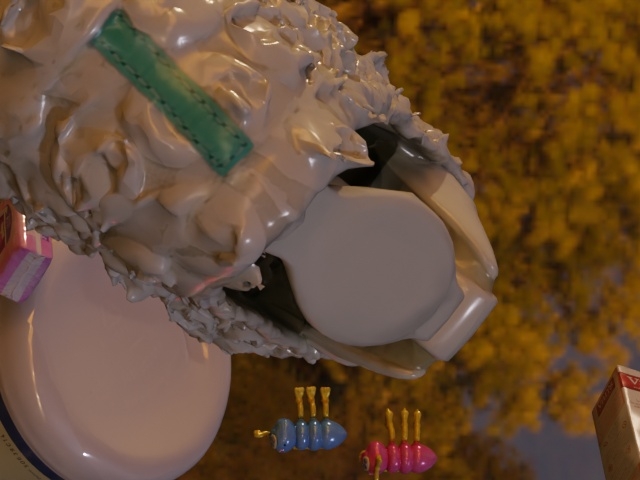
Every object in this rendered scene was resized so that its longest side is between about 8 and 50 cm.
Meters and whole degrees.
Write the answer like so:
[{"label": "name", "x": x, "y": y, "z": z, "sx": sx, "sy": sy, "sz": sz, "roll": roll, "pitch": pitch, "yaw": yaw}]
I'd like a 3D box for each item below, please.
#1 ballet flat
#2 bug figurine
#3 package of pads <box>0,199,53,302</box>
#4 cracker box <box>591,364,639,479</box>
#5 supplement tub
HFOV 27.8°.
[{"label": "ballet flat", "x": 0.000, "y": 0.000, "z": 0.508, "sx": 0.409, "sy": 0.147, "sz": 0.147, "roll": 27, "pitch": 64, "yaw": -72}, {"label": "bug figurine", "x": 0.031, "y": 0.305, "z": 1.533, "sx": 0.072, "sy": 0.216, "sz": 0.279, "roll": -107, "pitch": -165, "yaw": -63}, {"label": "package of pads", "x": -0.223, "y": 0.001, "z": 0.960, "sx": 0.050, "sy": 0.032, "sz": 0.083, "roll": -49, "pitch": -144, "yaw": 25}, {"label": "cracker box", "x": 0.340, "y": 0.218, "z": 1.161, "sx": 0.232, "sy": 0.156, "sz": 0.067, "roll": -83, "pitch": -168, "yaw": -63}, {"label": "supplement tub", "x": -0.265, "y": 0.121, "z": 1.140, "sx": 0.235, "sy": 0.325, "sz": 0.235, "roll": 21, "pitch": 61, "yaw": -45}]
